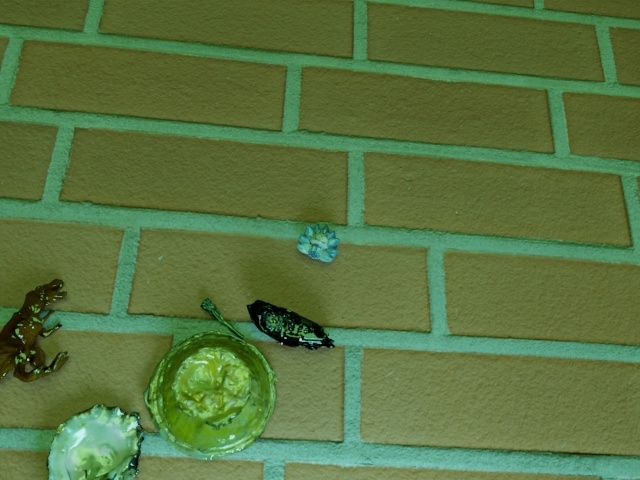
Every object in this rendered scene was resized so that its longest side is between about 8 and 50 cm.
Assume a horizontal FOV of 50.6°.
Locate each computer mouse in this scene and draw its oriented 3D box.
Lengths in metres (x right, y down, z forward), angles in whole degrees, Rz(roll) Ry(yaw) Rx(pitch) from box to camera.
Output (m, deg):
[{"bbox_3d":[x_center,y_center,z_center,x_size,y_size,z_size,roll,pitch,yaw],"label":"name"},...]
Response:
[{"bbox_3d":[-0.077,0.217,1.656,0.241,0.146,0.078,23,93,3],"label":"computer mouse"}]

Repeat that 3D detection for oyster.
[{"bbox_3d":[-0.500,0.495,1.499,0.198,0.092,0.260,7,56,-4],"label":"oyster"}]

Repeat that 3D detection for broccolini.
[{"bbox_3d":[-0.241,0.194,1.690,0.140,0.035,0.030,40,26,8],"label":"broccolini"}]

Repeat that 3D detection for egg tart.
[{"bbox_3d":[-0.253,0.349,1.573,0.315,0.120,0.315,2,65,-5],"label":"egg tart"}]

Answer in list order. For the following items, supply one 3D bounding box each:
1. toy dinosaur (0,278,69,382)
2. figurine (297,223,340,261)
[{"bbox_3d":[-0.711,0.273,1.566,0.208,0.097,0.432,26,61,20],"label":"toy dinosaur"},{"bbox_3d":[0.000,0.000,1.782,0.114,0.079,0.114,0,64,0],"label":"figurine"}]
